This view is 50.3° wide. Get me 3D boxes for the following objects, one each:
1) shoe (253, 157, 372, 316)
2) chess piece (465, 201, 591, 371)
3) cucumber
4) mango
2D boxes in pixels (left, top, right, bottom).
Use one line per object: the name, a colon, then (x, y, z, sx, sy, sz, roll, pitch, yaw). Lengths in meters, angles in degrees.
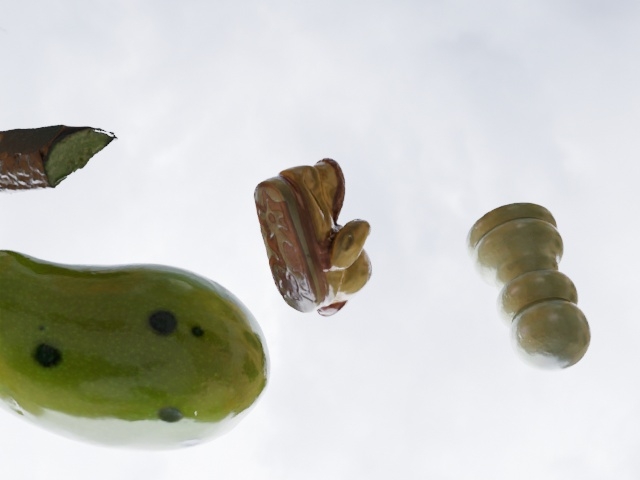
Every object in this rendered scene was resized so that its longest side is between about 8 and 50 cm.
shoe: (0.001, -0.002, 0.468, 0.069, 0.072, 0.109, -35, -80, -32)
chess piece: (0.307, 0.078, 0.987, 0.144, 0.144, 0.251, 4, -137, -8)
cucumber: (-0.291, -0.080, 0.662, 0.220, 0.046, 0.070, 1, -126, 40)
mango: (-0.188, 0.096, 0.609, 0.293, 0.175, 0.143, 17, -171, -13)
